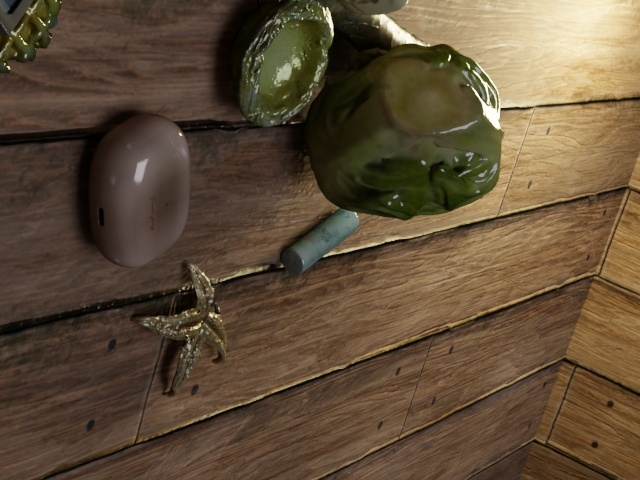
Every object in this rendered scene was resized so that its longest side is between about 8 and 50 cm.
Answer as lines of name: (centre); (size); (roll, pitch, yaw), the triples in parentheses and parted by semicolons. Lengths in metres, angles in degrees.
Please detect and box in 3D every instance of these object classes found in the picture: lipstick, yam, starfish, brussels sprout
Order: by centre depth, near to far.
starfish: (-0.190, 0.143, 2.094); (0.138, 0.050, 0.247); (-49, 147, -26)
brussels sprout: (0.137, -0.155, 2.168); (0.328, 0.247, 0.328); (-26, 162, -9)
yam: (0.089, -0.310, 2.184); (0.371, 0.083, 0.083); (21, 94, -62)
lipstick: (0.000, 0.000, 2.321); (0.158, 0.048, 0.048); (-38, 143, -43)

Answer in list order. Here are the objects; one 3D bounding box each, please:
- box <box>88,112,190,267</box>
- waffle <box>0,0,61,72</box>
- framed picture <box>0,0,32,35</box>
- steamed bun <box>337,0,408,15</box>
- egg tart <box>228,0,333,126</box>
box: (-0.225, -0.061, 1.797); (0.146, 0.088, 0.200); (-36, 143, -43)
waffle: (-0.329, -0.265, 1.460); (0.214, 0.054, 0.208); (-22, 129, -54)
framed picture: (-0.293, -0.355, 1.399); (0.260, 0.023, 0.189); (-64, 146, -32)
steamed bun: (0.069, -0.432, 1.969); (0.239, 0.152, 0.170); (-66, 146, -31)
egg tart: (-0.064, -0.249, 1.950); (0.197, 0.078, 0.197); (-40, 145, -36)
